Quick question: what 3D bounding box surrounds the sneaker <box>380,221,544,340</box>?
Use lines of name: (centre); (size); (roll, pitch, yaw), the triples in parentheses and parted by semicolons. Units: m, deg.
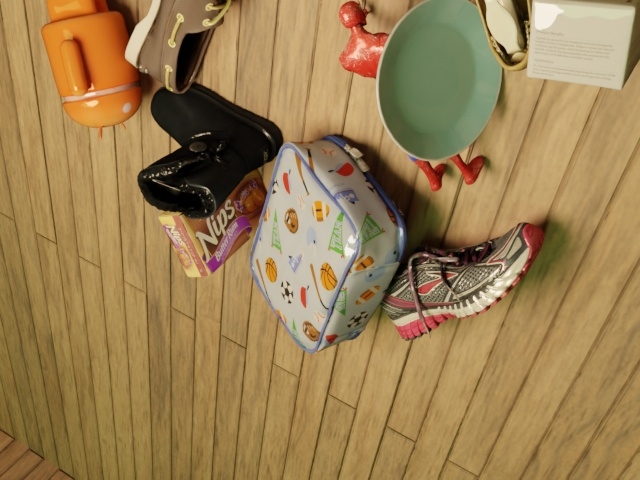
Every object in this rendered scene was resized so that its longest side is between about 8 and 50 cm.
sneaker: (0.179, 0.048, 1.045); (0.112, 0.121, 0.299); (52, 137, -4)

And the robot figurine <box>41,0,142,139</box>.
robot figurine: (-0.347, -0.270, 1.156); (0.158, 0.128, 0.220); (15, 121, 57)

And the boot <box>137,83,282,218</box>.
boot: (-0.206, -0.138, 1.119); (0.246, 0.207, 0.094); (25, 133, 20)

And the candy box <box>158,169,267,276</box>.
candy box: (-0.156, -0.039, 1.171); (0.053, 0.187, 0.109); (-3, 119, 36)

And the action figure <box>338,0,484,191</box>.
action figure: (0.113, -0.204, 0.940); (0.091, 0.139, 0.280); (-11, 137, 37)

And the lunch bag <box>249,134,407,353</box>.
lunch bag: (0.000, 0.000, 1.108); (0.243, 0.114, 0.303); (55, 141, 30)

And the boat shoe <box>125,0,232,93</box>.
boat shoe: (-0.173, -0.324, 1.028); (0.096, 0.117, 0.324); (41, 140, -4)

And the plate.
plate: (0.135, -0.186, 0.870); (0.024, 0.188, 0.188); (27, 140, 53)

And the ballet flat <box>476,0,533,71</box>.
ballet flat: (0.193, -0.293, 0.813); (0.080, 0.073, 0.232); (-10, 115, 39)

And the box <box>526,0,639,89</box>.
box: (0.281, -0.221, 0.783); (0.101, 0.102, 0.087); (15, 131, 27)
